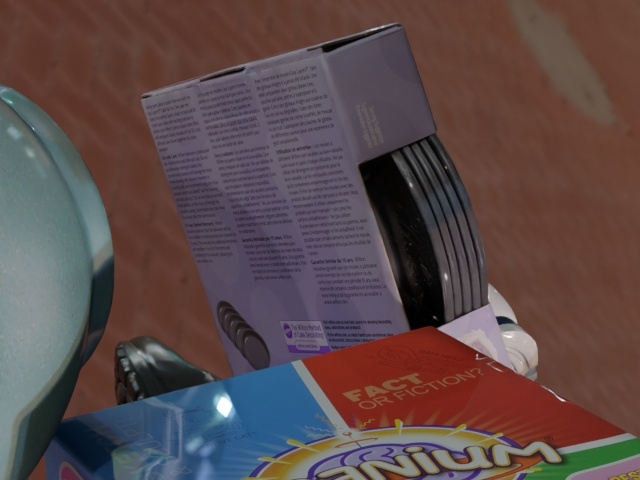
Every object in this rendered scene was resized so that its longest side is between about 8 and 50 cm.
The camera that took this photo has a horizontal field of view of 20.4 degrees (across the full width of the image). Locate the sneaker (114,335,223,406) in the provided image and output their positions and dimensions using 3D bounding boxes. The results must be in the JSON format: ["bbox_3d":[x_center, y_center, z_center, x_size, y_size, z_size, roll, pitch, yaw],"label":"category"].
[{"bbox_3d":[-0.070,0.161,1.363,0.130,0.109,0.286,-17,38,-23],"label":"sneaker"}]

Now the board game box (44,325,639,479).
[{"bbox_3d":[0.041,0.140,0.830,0.242,0.064,0.316,-13,22,-28],"label":"board game box"}]

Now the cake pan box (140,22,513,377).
[{"bbox_3d":[0.000,0.000,1.123,0.070,0.267,0.245,-25,99,-28],"label":"cake pan box"}]

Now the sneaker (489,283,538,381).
[{"bbox_3d":[0.109,0.110,1.346,0.090,0.235,0.095,-19,53,-20],"label":"sneaker"}]

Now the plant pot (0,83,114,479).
[{"bbox_3d":[-0.224,0.021,0.854,0.293,0.293,0.196,56,36,6],"label":"plant pot"}]
